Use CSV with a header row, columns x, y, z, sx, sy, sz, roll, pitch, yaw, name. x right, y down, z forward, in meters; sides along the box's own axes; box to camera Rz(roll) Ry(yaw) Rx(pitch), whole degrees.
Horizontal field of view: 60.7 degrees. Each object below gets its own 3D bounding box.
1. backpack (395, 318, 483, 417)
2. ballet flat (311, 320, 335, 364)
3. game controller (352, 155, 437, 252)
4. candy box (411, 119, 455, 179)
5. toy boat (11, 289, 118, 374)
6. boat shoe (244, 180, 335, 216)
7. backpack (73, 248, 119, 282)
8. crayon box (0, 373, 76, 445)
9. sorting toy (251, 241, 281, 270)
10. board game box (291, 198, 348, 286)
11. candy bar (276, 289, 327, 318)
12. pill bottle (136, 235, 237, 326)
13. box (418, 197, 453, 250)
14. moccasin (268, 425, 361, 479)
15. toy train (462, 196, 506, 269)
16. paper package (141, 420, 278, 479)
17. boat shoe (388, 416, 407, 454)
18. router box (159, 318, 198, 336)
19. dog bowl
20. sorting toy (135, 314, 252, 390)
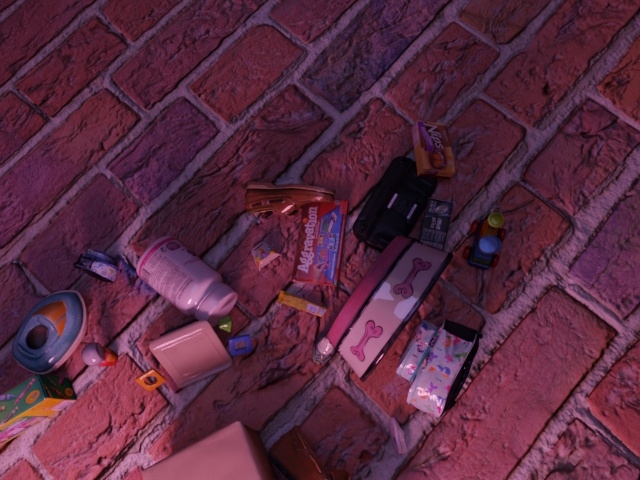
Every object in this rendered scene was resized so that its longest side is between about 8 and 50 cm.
x,y,z,sx,sy,sz,roll,pitch,yaw,name
0.311,0.339,1.477,0.191,0.225,0.253,18,85,14,backpack
0.036,0.280,1.604,0.070,0.070,0.188,34,78,15,ballet flat
0.238,-0.113,1.724,0.167,0.067,0.319,32,78,0,game controller
0.358,-0.289,1.738,0.109,0.053,0.186,5,64,-14,candy box
-0.758,0.290,1.632,0.318,0.148,0.267,22,75,12,toy boat
-0.097,-0.124,1.719,0.307,0.111,0.104,5,87,27,boat shoe
-0.693,0.078,1.718,0.114,0.105,0.084,23,76,7,backpack
-0.875,0.494,1.567,0.279,0.165,0.081,-31,72,-5,crayon box
-0.182,0.040,1.721,0.083,0.045,0.075,-38,53,-7,sorting toy
0.000,0.000,1.719,0.145,0.027,0.281,5,73,8,board game box
-0.055,0.196,1.664,0.162,0.018,0.040,18,78,10,candy bar
-0.398,0.126,1.644,0.283,0.160,0.160,36,79,15,pill bottle
0.334,-0.015,1.628,0.078,0.147,0.180,13,73,10,box
0.031,0.652,1.442,0.147,0.139,0.380,-40,55,-19,moccasin
0.510,-0.048,1.624,0.105,0.143,0.248,18,75,10,toy train
-0.259,0.688,1.417,0.310,0.168,0.324,-27,62,-4,paper package
0.219,0.541,1.521,0.035,0.035,0.100,-3,65,-24,boat shoe
-0.412,0.304,1.652,0.123,0.038,0.092,-23,71,-2,router box
0.172,0.162,1.442,0.150,0.408,0.408,35,78,10,dog bowl
-0.375,0.324,1.590,0.348,0.196,0.047,-23,34,-3,sorting toy
